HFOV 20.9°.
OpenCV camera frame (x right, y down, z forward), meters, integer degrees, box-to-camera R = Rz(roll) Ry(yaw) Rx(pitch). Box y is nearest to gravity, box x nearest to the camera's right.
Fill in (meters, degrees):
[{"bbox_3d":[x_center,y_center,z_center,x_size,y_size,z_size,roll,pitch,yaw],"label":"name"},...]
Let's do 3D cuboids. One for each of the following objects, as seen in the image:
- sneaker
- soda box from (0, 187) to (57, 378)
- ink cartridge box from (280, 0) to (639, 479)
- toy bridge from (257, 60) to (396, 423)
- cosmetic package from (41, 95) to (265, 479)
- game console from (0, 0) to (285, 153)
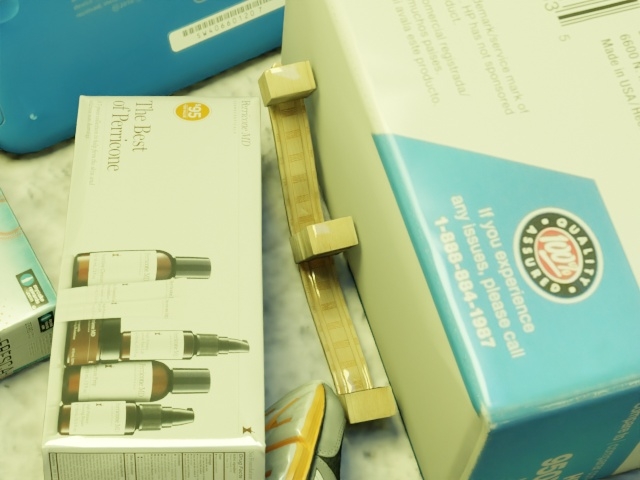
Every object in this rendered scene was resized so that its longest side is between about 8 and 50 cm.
[{"bbox_3d":[-0.016,0.165,0.808,0.083,0.084,0.215,28,54,-23],"label":"sneaker"},{"bbox_3d":[-0.196,-0.017,0.888,0.063,0.058,0.183,-25,68,-15],"label":"soda box"},{"bbox_3d":[0.208,-0.058,0.881,0.395,0.166,0.285,-14,66,-10],"label":"ink cartridge box"},{"bbox_3d":[0.000,0.000,0.886,0.026,0.063,0.188,-13,86,-10],"label":"toy bridge"},{"bbox_3d":[-0.075,0.024,0.833,0.098,0.060,0.239,1,43,-4],"label":"cosmetic package"},{"bbox_3d":[-0.106,-0.231,0.952,0.293,0.250,0.173,-25,37,-16],"label":"game console"}]
